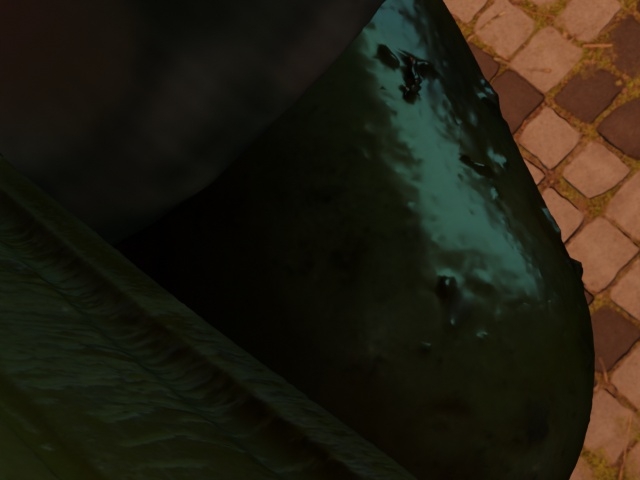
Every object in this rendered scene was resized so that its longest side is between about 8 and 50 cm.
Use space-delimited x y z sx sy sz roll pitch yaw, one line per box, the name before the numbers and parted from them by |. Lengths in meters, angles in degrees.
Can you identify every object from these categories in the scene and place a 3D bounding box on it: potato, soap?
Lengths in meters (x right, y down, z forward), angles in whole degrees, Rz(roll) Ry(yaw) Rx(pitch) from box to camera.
potato | 0.000 0.000 0.772 0.210 0.173 0.307 117 -43 -69
soap | -0.071 0.024 0.416 0.092 0.037 0.252 6 15 -32

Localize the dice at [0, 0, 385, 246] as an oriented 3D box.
dice | -0.158 -0.210 0.636 0.348 0.328 0.330 42 -1 -35
